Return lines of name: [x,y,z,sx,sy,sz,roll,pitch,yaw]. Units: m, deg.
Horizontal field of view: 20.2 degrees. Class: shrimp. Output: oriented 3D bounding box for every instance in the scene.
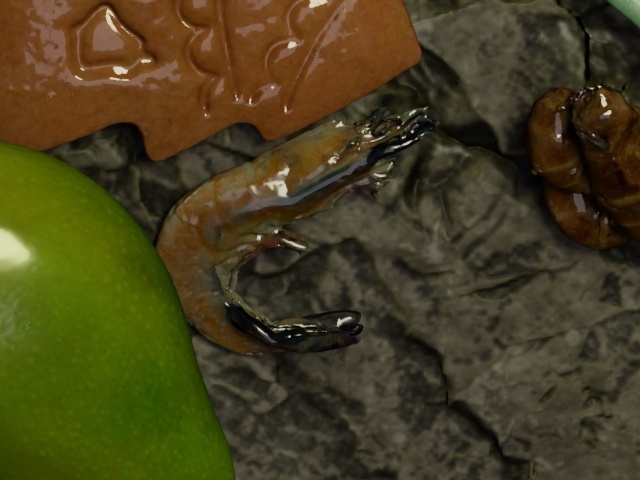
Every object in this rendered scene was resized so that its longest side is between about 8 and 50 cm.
shrimp: [0.000,0.000,1.201,0.219,0.046,0.152,-31,109,7]

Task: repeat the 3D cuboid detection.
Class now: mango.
mango: [-0.170,0.075,1.145,0.192,0.156,0.343,-40,122,-2]

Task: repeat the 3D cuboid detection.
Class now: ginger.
ginger: [0.187,-0.053,1.191,0.162,0.103,0.073,51,53,-40]

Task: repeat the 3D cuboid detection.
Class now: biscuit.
biscuit: [-0.077,-0.163,1.137,0.306,0.043,0.284,15,106,-13]

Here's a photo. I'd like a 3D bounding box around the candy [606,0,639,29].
candy: [0.200,-0.148,1.149,0.440,0.119,0.119,38,100,-6]
